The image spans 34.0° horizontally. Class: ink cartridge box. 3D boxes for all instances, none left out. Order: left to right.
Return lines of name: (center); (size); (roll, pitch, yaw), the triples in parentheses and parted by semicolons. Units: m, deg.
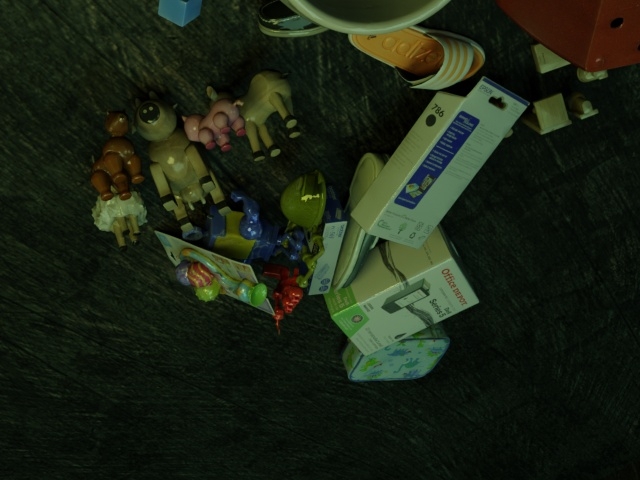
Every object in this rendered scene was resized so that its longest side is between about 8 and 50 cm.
ink cartridge box: (0.000, 0.000, 1.965); (0.046, 0.097, 0.207); (-6, 141, -17)
ink cartridge box: (0.161, 0.098, 2.143); (0.272, 0.115, 0.198); (-27, 142, 10)
ink cartridge box: (0.206, -0.141, 1.813); (0.165, 0.065, 0.333); (18, 115, -49)

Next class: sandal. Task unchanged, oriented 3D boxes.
sandal: (0.160, -0.289, 1.692); (0.265, 0.076, 0.102); (10, 134, -34)

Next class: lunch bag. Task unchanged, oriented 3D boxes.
lunch bag: (0.163, 0.241, 2.343); (0.218, 0.090, 0.176); (1, 137, -25)

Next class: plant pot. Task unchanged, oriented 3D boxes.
plant pot: (0.438, -0.403, 1.542); (0.267, 0.236, 0.267); (-13, 142, -9)

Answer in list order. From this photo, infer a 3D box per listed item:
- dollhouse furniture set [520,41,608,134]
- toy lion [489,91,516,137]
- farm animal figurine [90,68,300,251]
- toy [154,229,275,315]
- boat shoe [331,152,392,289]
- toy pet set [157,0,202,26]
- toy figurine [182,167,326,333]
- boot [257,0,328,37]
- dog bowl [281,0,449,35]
dollhouse furniture set: (0.418, -0.292, 1.844); (0.144, 0.123, 0.151); (-20, 108, 0)
toy lion: (0.303, -0.227, 1.874); (0.096, 0.034, 0.100); (-4, 141, -9)
farm animal figurine: (-0.210, -0.153, 1.645); (0.330, 0.172, 0.327); (-17, 156, -16)
toy: (-0.200, 0.070, 1.859); (0.056, 0.237, 0.137); (-54, 141, -28)
boat shoe: (0.092, -0.027, 1.960); (0.099, 0.116, 0.320); (0, 132, -23)
toy pet set: (-0.199, -0.362, 1.454); (0.122, 0.065, 0.114); (-3, 140, -20)
toy figurine: (-0.134, 0.008, 1.840); (0.217, 0.191, 0.362); (9, 153, -11)
boot: (0.012, -0.396, 1.497); (0.236, 0.085, 0.179); (-16, 138, -4)
dog bowl: (0.064, -0.428, 1.362); (0.348, 0.102, 0.349); (-6, 121, -10)
